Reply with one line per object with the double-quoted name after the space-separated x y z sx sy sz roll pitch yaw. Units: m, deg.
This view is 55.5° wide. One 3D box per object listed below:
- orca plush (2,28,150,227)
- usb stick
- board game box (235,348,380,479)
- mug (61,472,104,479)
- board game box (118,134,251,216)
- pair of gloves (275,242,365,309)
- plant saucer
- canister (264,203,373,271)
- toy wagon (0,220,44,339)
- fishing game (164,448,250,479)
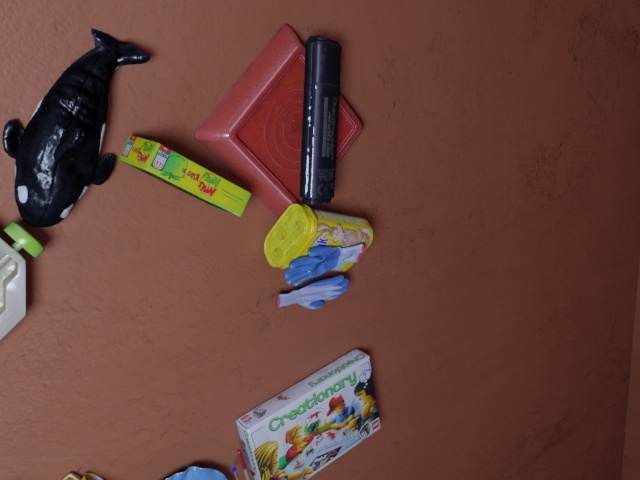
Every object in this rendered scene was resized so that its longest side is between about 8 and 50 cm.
-0.320 -0.146 0.829 0.151 0.102 0.287 43 75 -37 "orca plush"
0.000 -0.201 1.032 0.077 0.045 0.278 -10 106 -52 "usb stick"
-0.014 0.375 1.246 0.305 0.053 0.193 -25 116 -30 "board game box"
-0.381 0.415 0.978 0.064 0.078 0.062 -48 159 -7 "mug"
-0.204 -0.097 0.930 0.181 0.092 0.043 28 86 -45 "board game box"
-0.003 0.074 1.128 0.159 0.023 0.198 -12 144 -24 "pair of gloves"
-0.048 -0.193 1.065 0.259 0.047 0.258 -54 128 -12 "plant saucer"
0.000 0.000 1.115 0.169 0.073 0.126 8 133 -42 "canister"
-0.529 0.020 0.737 0.267 0.068 0.344 -48 126 -17 "toy wagon"
-0.246 0.492 1.109 0.264 0.041 0.189 -24 116 -22 "fishing game"
